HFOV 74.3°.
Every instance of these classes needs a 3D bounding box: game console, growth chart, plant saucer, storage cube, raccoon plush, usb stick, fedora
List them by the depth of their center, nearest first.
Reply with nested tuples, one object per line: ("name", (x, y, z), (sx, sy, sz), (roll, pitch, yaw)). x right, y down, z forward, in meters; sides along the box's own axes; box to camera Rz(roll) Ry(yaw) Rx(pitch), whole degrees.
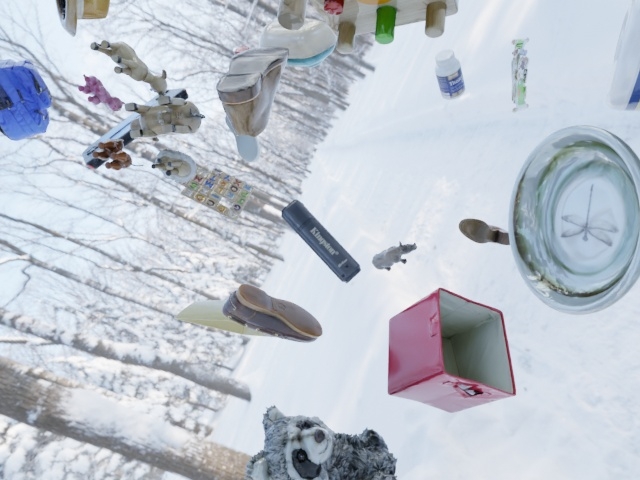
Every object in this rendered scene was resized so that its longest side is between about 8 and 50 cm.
("fedora", (-0.432, -0.471, 0.766), (0.194, 0.079, 0.195), (16, 111, 51))
("raccoon plush", (-0.032, 0.562, 0.901), (0.216, 0.299, 0.447), (-84, 11, -73))
("plant saucer", (0.567, -0.043, 0.918), (0.400, 0.100, 0.401), (178, 90, -80))
("storage cube", (0.273, 0.248, 0.923), (0.193, 0.183, 0.215), (-48, 27, 49))
("usb stick", (0.000, 0.000, 1.182), (0.077, 0.278, 0.045), (-39, -8, -27))
("growth chart", (0.643, -0.528, 1.356), (0.172, 0.021, 0.237), (-37, -56, -40))
("game console", (-0.632, -0.386, 1.425), (0.386, 0.060, 0.342), (-44, 29, -12))
("plant saucer", (-0.288, 0.277, 1.506), (0.332, 0.332, 0.081), (-8, 65, 40))

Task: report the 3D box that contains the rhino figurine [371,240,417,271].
("rhino figurine", (0.298, 0.059, 1.689), (0.243, 0.106, 0.073), (-38, 51, 52))

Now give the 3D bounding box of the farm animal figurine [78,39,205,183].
("farm animal figurine", (-0.457, -0.343, 1.130), (0.172, 0.326, 0.331), (-37, -41, -71))

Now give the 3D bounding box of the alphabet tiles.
("alphabet tiles", (-0.361, -0.179, 1.438), (0.009, 0.237, 0.198), (-53, 14, 40))

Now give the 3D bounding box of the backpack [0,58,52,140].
("backpack", (-0.511, -0.235, 0.715), (0.098, 0.101, 0.120), (-120, 17, -53))

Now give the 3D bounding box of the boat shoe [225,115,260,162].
("boat shoe", (-0.239, -0.340, 1.387), (0.077, 0.219, 0.070), (-36, -25, 20))

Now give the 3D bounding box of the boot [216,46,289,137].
("boot", (-0.137, -0.331, 0.912), (0.305, 0.112, 0.115), (-74, -18, -45))

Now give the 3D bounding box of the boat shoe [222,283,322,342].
("boat shoe", (-0.093, 0.154, 0.836), (0.073, 0.207, 0.073), (-48, 25, 23))

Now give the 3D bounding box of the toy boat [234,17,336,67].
("toy boat", (-0.121, -0.553, 1.273), (0.318, 0.267, 0.148), (-40, -41, -24))

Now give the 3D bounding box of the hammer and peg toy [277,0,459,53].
("hammer and peg toy", (0.040, -0.452, 0.755), (0.266, 0.361, 0.128), (16, -101, -62))

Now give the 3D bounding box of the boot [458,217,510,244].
("boot", (0.533, -0.032, 1.426), (0.152, 0.197, 0.073), (-110, 39, -79))

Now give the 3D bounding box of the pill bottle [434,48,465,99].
("pill bottle", (0.347, -0.446, 1.138), (0.120, 0.067, 0.067), (54, -131, -45))

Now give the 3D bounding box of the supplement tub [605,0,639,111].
("supplement tub", (0.694, -0.332, 0.719), (0.228, 0.316, 0.229), (-33, -51, -53))
